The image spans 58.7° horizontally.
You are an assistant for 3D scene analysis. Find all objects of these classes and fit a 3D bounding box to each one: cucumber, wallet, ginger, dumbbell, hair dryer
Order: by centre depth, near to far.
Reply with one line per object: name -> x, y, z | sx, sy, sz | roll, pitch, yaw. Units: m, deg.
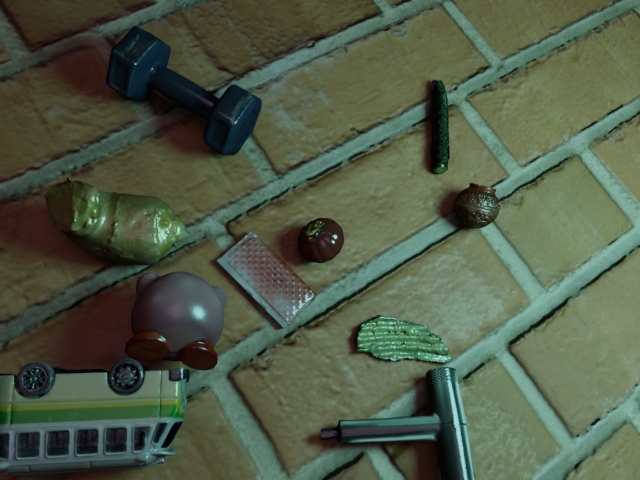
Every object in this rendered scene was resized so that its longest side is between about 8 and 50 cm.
hair dryer -> 0.168, 0.425, 1.073 | 0.284, 0.156, 0.320 | -17, 60, 5
ginger -> -0.391, -0.029, 1.093 | 0.267, 0.152, 0.138 | 14, 69, -25
wallet -> -0.109, 0.078, 1.168 | 0.196, 0.020, 0.103 | 43, 70, 7
dumbbell -> -0.288, -0.315, 1.211 | 0.316, 0.143, 0.156 | 31, 69, 2
cucumber -> 0.285, -0.277, 1.354 | 0.044, 0.043, 0.257 | 8, 68, -12

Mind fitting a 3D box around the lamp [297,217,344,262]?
lamp -> 0.000, 0.000, 1.179 | 0.101, 0.090, 0.101 | -16, 49, 19

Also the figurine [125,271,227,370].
figurine -> -0.260, 0.138, 1.043 | 0.173, 0.173, 0.173 | 3, 70, -9

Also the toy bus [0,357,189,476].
toy bus -> -0.382, 0.300, 0.974 | 0.305, 0.143, 0.179 | 0, 73, -11

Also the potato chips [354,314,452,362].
potato chips -> 0.172, 0.202, 1.168 | 0.207, 0.028, 0.092 | 7, 71, -6

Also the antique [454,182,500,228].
antique -> 0.346, -0.074, 1.263 | 0.104, 0.104, 0.104 | 3, 70, -9
